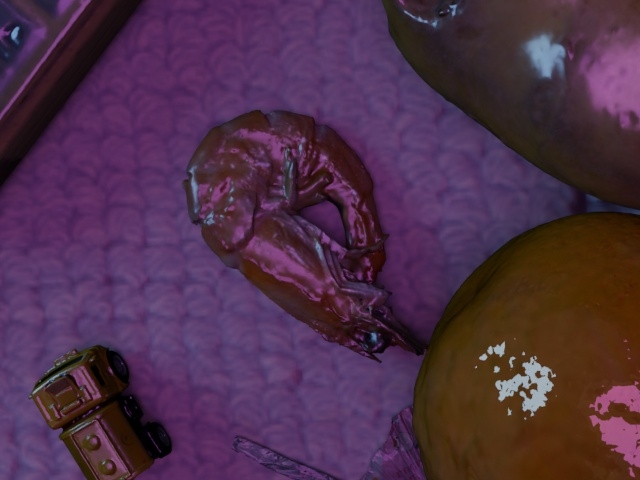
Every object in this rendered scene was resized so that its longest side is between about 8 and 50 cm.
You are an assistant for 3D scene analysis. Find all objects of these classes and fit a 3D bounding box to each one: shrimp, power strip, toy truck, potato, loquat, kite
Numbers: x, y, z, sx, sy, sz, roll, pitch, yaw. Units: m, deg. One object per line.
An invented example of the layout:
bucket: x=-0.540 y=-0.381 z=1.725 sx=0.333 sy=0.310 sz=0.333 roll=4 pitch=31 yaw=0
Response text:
shrimp: x=0.000 y=0.000 z=0.695 sx=0.099 sy=0.041 sz=0.180 roll=-44 pitch=89 yaw=-7
power strip: x=-0.152 y=-0.147 z=0.676 sx=0.092 sy=0.066 sz=0.387 roll=39 pitch=99 yaw=3
toy truck: x=-0.131 y=0.104 z=0.705 sx=0.049 sy=0.054 sz=0.083 roll=-31 pitch=92 yaw=8
potato: x=0.129 y=-0.143 z=0.611 sx=0.296 sy=0.141 sz=0.192 roll=41 pitch=94 yaw=7
loquat: x=0.149 y=0.088 z=0.602 sx=0.208 sy=0.208 sz=0.208 roll=1 pitch=96 yaw=5
kite: x=0.019 y=0.149 z=0.720 sx=0.152 sy=0.005 sz=0.137 roll=34 pitch=99 yaw=1
